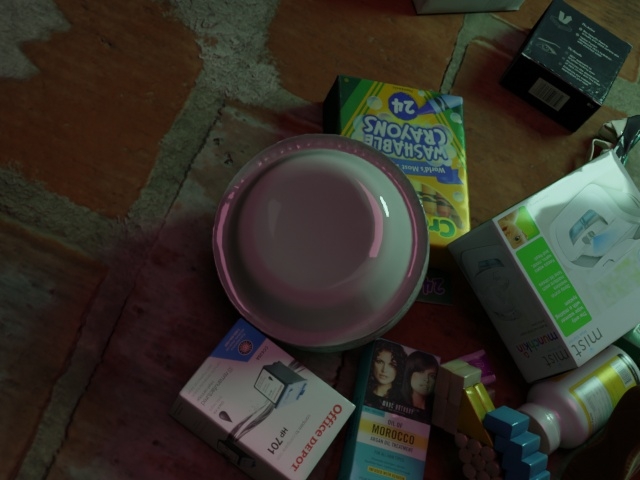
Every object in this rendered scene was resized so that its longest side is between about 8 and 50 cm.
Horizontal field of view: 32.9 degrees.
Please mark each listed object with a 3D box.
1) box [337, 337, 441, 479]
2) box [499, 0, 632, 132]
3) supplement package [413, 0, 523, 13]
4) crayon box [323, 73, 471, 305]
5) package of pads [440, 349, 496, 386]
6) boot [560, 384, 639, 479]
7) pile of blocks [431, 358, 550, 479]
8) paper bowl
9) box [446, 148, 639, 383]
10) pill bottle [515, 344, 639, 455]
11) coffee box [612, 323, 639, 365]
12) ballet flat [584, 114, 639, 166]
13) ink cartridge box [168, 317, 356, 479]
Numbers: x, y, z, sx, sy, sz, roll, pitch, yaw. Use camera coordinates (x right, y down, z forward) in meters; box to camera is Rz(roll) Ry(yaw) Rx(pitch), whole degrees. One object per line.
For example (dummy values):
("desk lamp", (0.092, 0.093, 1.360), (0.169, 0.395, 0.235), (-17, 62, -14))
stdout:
("box", (0.088, 0.258, 1.426), (0.101, 0.060, 0.244), (18, 60, -10))
("box", (0.407, -0.292, 1.798), (0.156, 0.093, 0.158), (34, 59, 0))
("supplement package", (0.262, -0.493, 1.791), (0.203, 0.194, 0.149), (-7, 66, -23))
("crayon box", (0.111, -0.077, 1.592), (0.203, 0.083, 0.322), (8, 63, -15))
("package of pads", (0.200, 0.189, 1.517), (0.083, 0.032, 0.050), (-15, 72, -25))
("boot", (0.428, 0.299, 1.502), (0.077, 0.213, 0.165), (39, 13, 35))
("pile of blocks", (0.271, 0.311, 1.393), (0.113, 0.149, 0.362), (-13, 78, -47))
("paper bowl", (0.000, 0.000, 1.413), (0.284, 0.148, 0.284), (-1, 79, 6))
("box", (0.351, 0.036, 1.525), (0.262, 0.127, 0.231), (-27, 85, -30))
("pill bottle", (0.354, 0.225, 1.510), (0.184, 0.103, 0.103), (-27, 75, -28))
("coffee box", (0.522, 0.150, 1.631), (0.184, 0.040, 0.113), (34, 59, 9))
("ballet flat", (0.479, -0.154, 1.769), (0.074, 0.074, 0.203), (37, 61, 2))
("ink cartridge box", (-0.074, 0.215, 1.381), (0.191, 0.082, 0.139), (36, 58, 3))
